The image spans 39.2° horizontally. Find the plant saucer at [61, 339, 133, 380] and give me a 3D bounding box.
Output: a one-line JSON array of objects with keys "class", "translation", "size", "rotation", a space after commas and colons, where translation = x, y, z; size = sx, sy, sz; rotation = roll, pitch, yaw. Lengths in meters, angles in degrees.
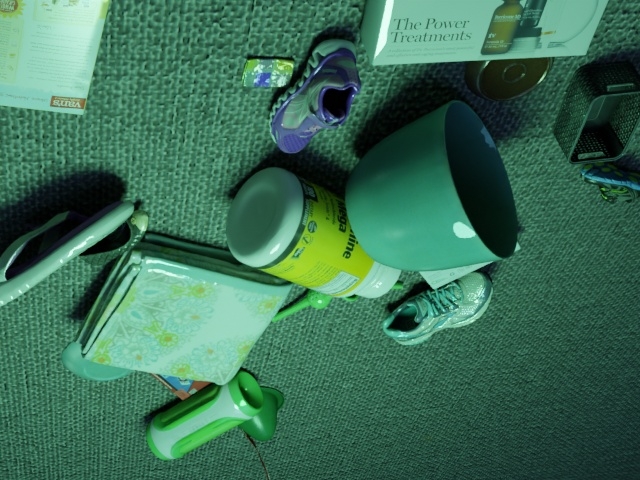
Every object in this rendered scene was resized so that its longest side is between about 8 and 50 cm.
[{"class": "plant saucer", "translation": [-0.480, 0.271, 2.017], "size": [0.194, 0.037, 0.195], "rotation": [-9, 142, -7]}]

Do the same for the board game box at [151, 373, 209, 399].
[{"class": "board game box", "translation": [-0.322, 0.266, 2.053], "size": [0.145, 0.027, 0.281], "rotation": [-33, 142, 1]}]

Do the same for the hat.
[{"class": "hat", "translation": [-0.154, 0.502, 2.309], "size": [0.173, 0.184, 0.208], "rotation": [-33, 140, 21]}]

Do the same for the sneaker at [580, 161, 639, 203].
[{"class": "sneaker", "translation": [0.615, -0.114, 1.894], "size": [0.188, 0.067, 0.078], "rotation": [11, 129, -36]}]

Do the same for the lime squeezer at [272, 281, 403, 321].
[{"class": "lime squeezer", "translation": [0.037, 0.128, 2.005], "size": [0.310, 0.059, 0.110], "rotation": [-15, 143, -2]}]

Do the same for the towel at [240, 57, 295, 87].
[{"class": "towel", "translation": [-0.085, -0.276, 1.480], "size": [0.083, 0.009, 0.060], "rotation": [0, 141, -20]}]

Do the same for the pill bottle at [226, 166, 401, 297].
[{"class": "pill bottle", "translation": [0.000, 0.000, 1.718], "size": [0.334, 0.188, 0.188], "rotation": [23, 129, -41]}]

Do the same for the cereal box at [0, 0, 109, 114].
[{"class": "cereal box", "translation": [-0.413, -0.292, 1.309], "size": [0.173, 0.047, 0.240], "rotation": [5, 139, -25]}]

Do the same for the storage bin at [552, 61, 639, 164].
[{"class": "storage bin", "translation": [0.526, -0.237, 1.690], "size": [0.122, 0.084, 0.180], "rotation": [-7, 141, -11]}]

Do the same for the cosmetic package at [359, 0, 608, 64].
[{"class": "cosmetic package", "translation": [0.268, -0.411, 1.367], "size": [0.377, 0.097, 0.284], "rotation": [-6, 139, -13]}]

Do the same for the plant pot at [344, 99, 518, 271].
[{"class": "plant pot", "translation": [0.187, -0.075, 1.623], "size": [0.235, 0.293, 0.293], "rotation": [-19, 146, 29]}]

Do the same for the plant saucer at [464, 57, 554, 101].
[{"class": "plant saucer", "translation": [0.339, -0.303, 1.584], "size": [0.168, 0.029, 0.168], "rotation": [-10, 142, -8]}]

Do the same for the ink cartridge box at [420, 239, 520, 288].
[{"class": "ink cartridge box", "translation": [0.295, -0.003, 1.938], "size": [0.223, 0.045, 0.224], "rotation": [-26, 142, 15]}]

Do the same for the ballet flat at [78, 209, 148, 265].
[{"class": "ballet flat", "translation": [-0.383, -0.002, 1.680], "size": [0.173, 0.057, 0.049], "rotation": [-35, 155, 27]}]

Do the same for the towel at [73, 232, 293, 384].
[{"class": "towel", "translation": [-0.282, 0.149, 1.864], "size": [0.374, 0.090, 0.320], "rotation": [16, 125, -31]}]

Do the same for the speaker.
[{"class": "speaker", "translation": [-0.288, 0.434, 2.223], "size": [0.296, 0.131, 0.131], "rotation": [-31, 140, 19]}]

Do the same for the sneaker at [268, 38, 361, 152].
[{"class": "sneaker", "translation": [-0.005, -0.219, 1.498], "size": [0.095, 0.105, 0.236], "rotation": [-1, 143, -36]}]

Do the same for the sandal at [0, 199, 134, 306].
[{"class": "sandal", "translation": [-0.520, 0.022, 1.621], "size": [0.416, 0.169, 0.102], "rotation": [-30, 101, 19]}]

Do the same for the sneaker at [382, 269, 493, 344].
[{"class": "sneaker", "translation": [0.267, 0.158, 2.063], "size": [0.283, 0.110, 0.122], "rotation": [-35, 153, 23]}]
